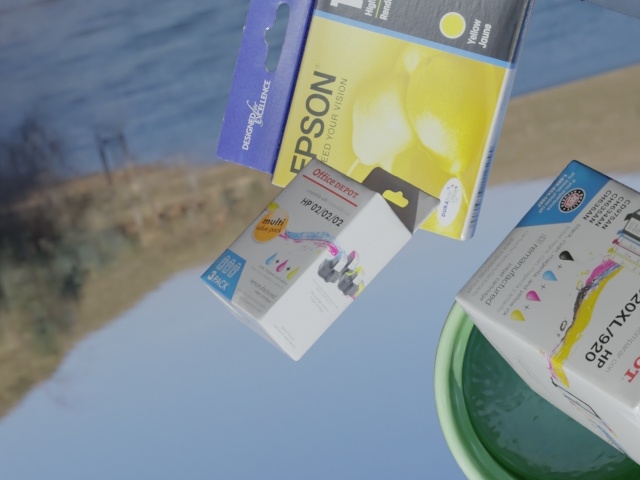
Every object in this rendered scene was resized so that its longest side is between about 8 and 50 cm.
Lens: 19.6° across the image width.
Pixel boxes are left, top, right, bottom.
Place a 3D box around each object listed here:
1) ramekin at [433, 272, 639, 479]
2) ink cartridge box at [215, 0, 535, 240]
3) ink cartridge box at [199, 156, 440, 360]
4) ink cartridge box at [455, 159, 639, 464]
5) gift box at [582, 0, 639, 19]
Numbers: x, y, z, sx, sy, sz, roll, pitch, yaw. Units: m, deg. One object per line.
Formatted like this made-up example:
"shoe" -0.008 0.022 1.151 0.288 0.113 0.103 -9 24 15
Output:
"ramekin" 0.257 0.133 1.823 0.303 0.303 0.148 -15 179 -1
"ink cartridge box" 0.052 -0.187 1.978 0.307 0.303 0.072 16 -168 11
"ink cartridge box" 0.000 0.000 1.533 0.181 0.061 0.104 -47 -142 -9
"ink cartridge box" 0.273 0.076 1.580 0.171 0.168 0.233 -49 -138 -7
"gift box" 0.301 -0.426 2.043 0.255 0.276 0.258 19 -131 30
